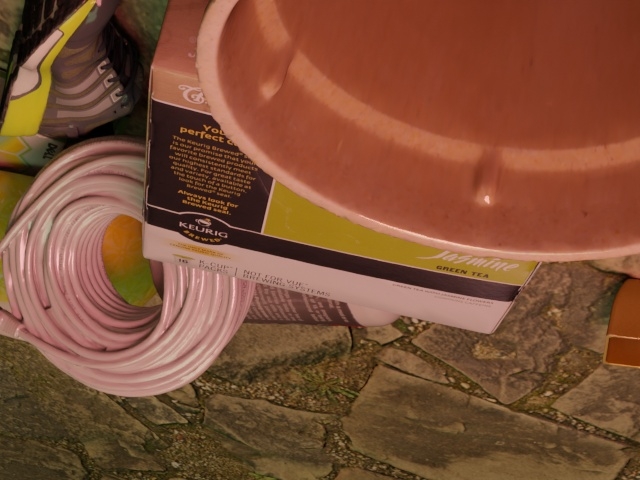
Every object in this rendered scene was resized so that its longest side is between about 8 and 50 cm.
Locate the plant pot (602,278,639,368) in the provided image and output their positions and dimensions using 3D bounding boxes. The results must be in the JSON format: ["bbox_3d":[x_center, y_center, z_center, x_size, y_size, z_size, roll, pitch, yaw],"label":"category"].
[{"bbox_3d":[0.363,0.091,1.508,0.081,0.083,0.081,5,152,11],"label":"plant pot"}]

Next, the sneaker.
[{"bbox_3d":[-0.214,-0.175,1.224,0.121,0.111,0.300,9,161,-19],"label":"sneaker"}]

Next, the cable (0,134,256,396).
[{"bbox_3d":[-0.186,0.026,1.309,0.257,0.257,0.089,38,-161,11],"label":"cable"}]

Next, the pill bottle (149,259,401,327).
[{"bbox_3d":[0.000,0.000,1.374,0.318,0.176,0.176,0,151,22],"label":"pill bottle"}]

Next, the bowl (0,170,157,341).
[{"bbox_3d":[-0.311,0.035,1.513,0.289,0.156,0.289,13,168,3],"label":"bowl"}]

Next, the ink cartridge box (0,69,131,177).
[{"bbox_3d":[-0.316,-0.117,1.398,0.209,0.062,0.109,19,152,-15],"label":"ink cartridge box"}]

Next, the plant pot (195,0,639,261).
[{"bbox_3d":[0.122,-0.198,0.798,0.333,0.305,0.334,9,153,5],"label":"plant pot"}]

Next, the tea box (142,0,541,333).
[{"bbox_3d":[0.037,-0.108,1.102,0.329,0.220,0.323,13,154,-4],"label":"tea box"}]
